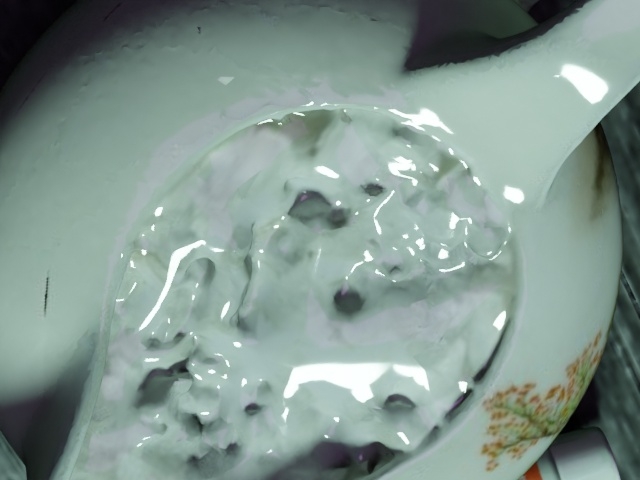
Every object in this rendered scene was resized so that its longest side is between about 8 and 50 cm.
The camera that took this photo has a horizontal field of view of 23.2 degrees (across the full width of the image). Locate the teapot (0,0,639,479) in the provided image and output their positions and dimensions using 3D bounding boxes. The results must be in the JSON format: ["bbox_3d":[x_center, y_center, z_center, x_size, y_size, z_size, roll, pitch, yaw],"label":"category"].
[{"bbox_3d":[0.000,0.000,0.469,0.204,0.139,0.298,35,99,-14],"label":"teapot"}]

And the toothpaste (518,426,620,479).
[{"bbox_3d":[0.001,0.113,0.561,0.218,0.033,0.052,-19,104,1],"label":"toothpaste"}]
